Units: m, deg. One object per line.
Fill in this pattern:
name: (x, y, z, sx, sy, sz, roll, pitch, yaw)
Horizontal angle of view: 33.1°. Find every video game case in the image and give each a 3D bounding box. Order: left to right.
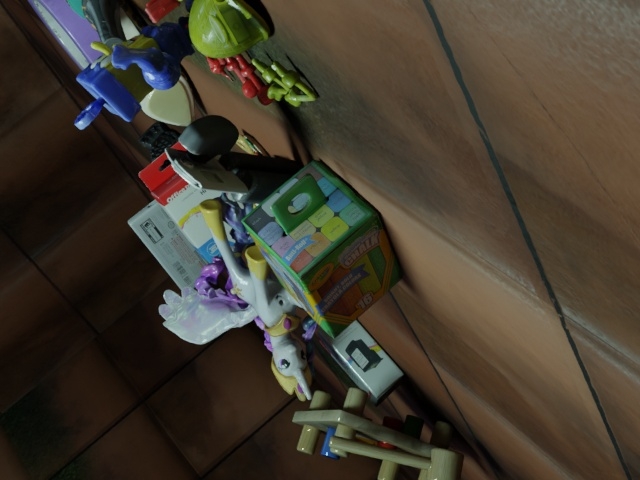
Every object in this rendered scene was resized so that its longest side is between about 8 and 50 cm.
video game case: (-0.273, -0.024, 2.323, 0.026, 0.206, 0.227, 40, 167, 54)

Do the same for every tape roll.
tape roll: (-0.446, -0.403, 2.021, 0.275, 0.090, 0.275, 48, 170, 12)

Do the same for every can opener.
can opener: (-0.087, -0.099, 1.381, 0.076, 0.095, 0.283, 46, -158, 24)

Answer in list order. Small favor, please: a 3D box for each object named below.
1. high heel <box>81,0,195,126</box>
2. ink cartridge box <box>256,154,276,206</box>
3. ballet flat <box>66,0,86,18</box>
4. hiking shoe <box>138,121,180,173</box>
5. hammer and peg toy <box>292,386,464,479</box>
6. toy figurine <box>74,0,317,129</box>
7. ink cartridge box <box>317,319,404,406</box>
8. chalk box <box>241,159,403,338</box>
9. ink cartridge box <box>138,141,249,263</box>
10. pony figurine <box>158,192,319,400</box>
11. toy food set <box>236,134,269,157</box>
high heel: (-0.292, -0.309, 1.776, 0.261, 0.093, 0.186, 48, -167, -50)
ink cartridge box: (-0.051, -0.051, 1.581, 0.135, 0.056, 0.099, 52, -172, -13)
ballet flat: (-0.420, -0.456, 1.819, 0.070, 0.070, 0.188, 45, 167, 29)
hiking shoe: (-0.315, -0.183, 2.348, 0.114, 0.086, 0.227, 42, -176, -34)
hammer and peg toy: (0.112, 0.358, 1.971, 0.266, 0.127, 0.361, 23, 164, -15)
toy figurine: (-0.187, -0.184, 1.275, 0.191, 0.217, 0.362, 54, 170, -26)
ink cartridge box: (0.078, 0.227, 2.081, 0.175, 0.072, 0.127, 48, 170, 13)
chalk box: (0.000, 0.000, 1.380, 0.132, 0.132, 0.213, 44, 170, 34)
ink cartridge box: (-0.252, -0.083, 2.222, 0.231, 0.134, 0.078, 53, 171, -22)
pony figurine: (-0.123, 0.090, 1.983, 0.351, 0.302, 0.363, 42, 149, 45)
toy food set: (-0.099, -0.131, 1.671, 0.082, 0.020, 0.083, 39, 165, 49)
